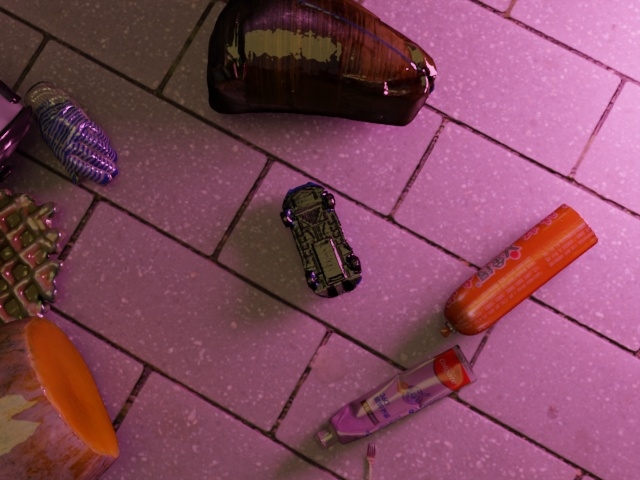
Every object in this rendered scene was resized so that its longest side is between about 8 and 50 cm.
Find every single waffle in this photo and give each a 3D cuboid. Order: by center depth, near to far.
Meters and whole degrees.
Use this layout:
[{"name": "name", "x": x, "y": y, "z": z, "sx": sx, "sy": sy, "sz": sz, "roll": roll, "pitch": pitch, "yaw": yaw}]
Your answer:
[{"name": "waffle", "x": -0.615, "y": 0.047, "z": 1.471, "sx": 0.309, "sy": 0.056, "sz": 0.291, "roll": 5, "pitch": 83, "yaw": 5}]

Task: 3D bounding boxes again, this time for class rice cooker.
[{"name": "rice cooker", "x": -0.631, "y": -0.187, "z": 1.393, "sx": 0.227, "sy": 0.280, "sz": 0.241, "roll": 43, "pitch": 86, "yaw": -21}]

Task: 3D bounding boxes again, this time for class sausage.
[{"name": "sausage", "x": 0.331, "y": 0.064, "z": 1.400, "sx": 0.312, "sy": 0.093, "sz": 0.093, "roll": -38, "pitch": 82, "yaw": -2}]

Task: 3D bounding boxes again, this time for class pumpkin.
[{"name": "pumpkin", "x": -0.475, "y": 0.273, "z": 1.316, "sx": 0.199, "sy": 0.332, "sz": 0.332, "roll": -35, "pitch": 82, "yaw": -8}]

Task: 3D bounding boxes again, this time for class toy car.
[{"name": "toy car", "x": 0.000, "y": 0.000, "z": 1.441, "sx": 0.103, "sy": 0.063, "sz": 0.216, "roll": -21, "pitch": 76, "yaw": 0}]

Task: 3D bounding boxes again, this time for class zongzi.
[{"name": "zongzi", "x": 0.017, "y": -0.419, "z": 1.444, "sx": 0.404, "sy": 0.208, "sz": 0.431, "roll": 7, "pitch": 71, "yaw": -1}]

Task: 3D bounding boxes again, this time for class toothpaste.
[{"name": "toothpaste", "x": 0.127, "y": 0.281, "z": 1.408, "sx": 0.301, "sy": 0.048, "sz": 0.075, "roll": -28, "pitch": 78, "yaw": -3}]

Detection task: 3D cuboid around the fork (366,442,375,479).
[{"name": "fork", "x": 0.087, "y": 0.410, "z": 1.411, "sx": 0.016, "sy": 0.012, "sz": 0.115, "roll": 1, "pitch": 88, "yaw": 7}]

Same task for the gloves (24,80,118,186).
[{"name": "gloves", "x": -0.460, "y": -0.191, "z": 1.484, "sx": 0.229, "sy": 0.097, "sz": 0.119, "roll": 46, "pitch": 117, "yaw": 3}]
